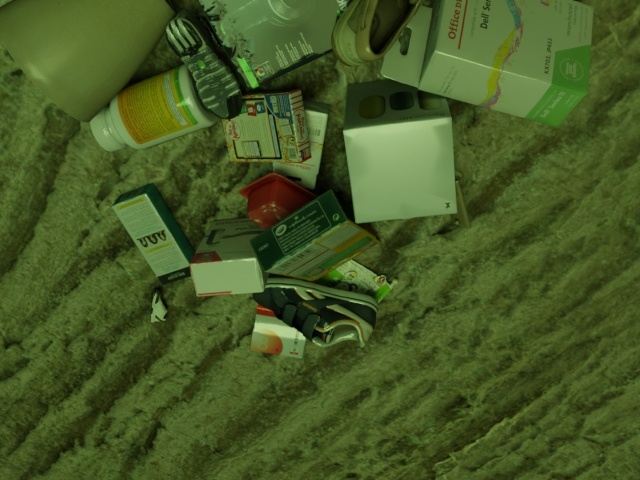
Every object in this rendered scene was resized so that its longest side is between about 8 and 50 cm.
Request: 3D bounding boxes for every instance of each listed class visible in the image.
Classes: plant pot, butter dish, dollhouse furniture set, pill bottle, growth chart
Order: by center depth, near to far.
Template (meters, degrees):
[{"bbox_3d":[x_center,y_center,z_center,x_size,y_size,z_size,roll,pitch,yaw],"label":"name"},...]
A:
[{"bbox_3d":[-0.426,-0.414,1.218,0.274,0.256,0.257,-35,113,5],"label":"plant pot"},{"bbox_3d":[-0.355,-0.272,1.336,0.245,0.136,0.136,-16,118,15],"label":"pill bottle"},{"bbox_3d":[0.220,-0.061,1.407,0.151,0.144,0.123,-33,120,-18],"label":"dollhouse furniture set"},{"bbox_3d":[-0.095,-0.060,1.412,0.159,0.118,0.160,27,151,-31],"label":"butter dish"},{"bbox_3d":[0.054,0.109,1.598,0.237,0.021,0.172,26,121,-10],"label":"growth chart"}]

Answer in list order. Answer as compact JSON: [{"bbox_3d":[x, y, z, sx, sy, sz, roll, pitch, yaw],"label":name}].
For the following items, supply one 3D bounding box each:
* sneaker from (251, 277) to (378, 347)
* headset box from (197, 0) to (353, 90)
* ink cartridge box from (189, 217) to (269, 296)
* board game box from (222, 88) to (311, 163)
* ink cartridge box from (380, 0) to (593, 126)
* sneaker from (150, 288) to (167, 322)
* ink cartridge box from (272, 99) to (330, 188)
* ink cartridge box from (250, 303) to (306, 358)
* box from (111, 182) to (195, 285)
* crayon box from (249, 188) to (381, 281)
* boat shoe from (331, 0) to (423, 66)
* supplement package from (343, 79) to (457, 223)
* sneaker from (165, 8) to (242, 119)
[{"bbox_3d":[-0.023,0.180,1.552,0.320,0.128,0.126,9,150,6],"label":"sneaker"},{"bbox_3d":[-0.085,-0.458,1.201,0.282,0.131,0.247,-20,117,17],"label":"headset box"},{"bbox_3d":[-0.194,0.031,1.458,0.158,0.218,0.092,-5,116,8],"label":"ink cartridge box"},{"bbox_3d":[-0.119,-0.239,1.330,0.193,0.045,0.147,6,116,32],"label":"board game box"},{"bbox_3d":[0.306,-0.366,1.165,0.353,0.207,0.119,14,159,-3],"label":"ink cartridge box"},{"bbox_3d":[-0.429,0.171,1.676,0.043,0.040,0.109,2,126,-15],"label":"sneaker"},{"bbox_3d":[-0.045,-0.213,1.386,0.104,0.062,0.182,11,121,1],"label":"ink cartridge box"},{"bbox_3d":[-0.104,0.226,1.671,0.145,0.045,0.180,10,124,-1],"label":"ink cartridge box"},{"bbox_3d":[-0.397,-0.012,1.543,0.100,0.060,0.244,-17,118,16],"label":"box"},{"bbox_3d":[0.000,0.000,1.404,0.203,0.323,0.083,-31,74,11],"label":"crayon box"},{"bbox_3d":[0.148,-0.455,1.110,0.121,0.110,0.341,30,85,-33],"label":"boat shoe"},{"bbox_3d":[0.158,-0.190,1.263,0.199,0.263,0.198,-5,121,8],"label":"supplement package"},{"bbox_3d":[-0.221,-0.367,1.276,0.086,0.132,0.229,-17,130,15],"label":"sneaker"}]
